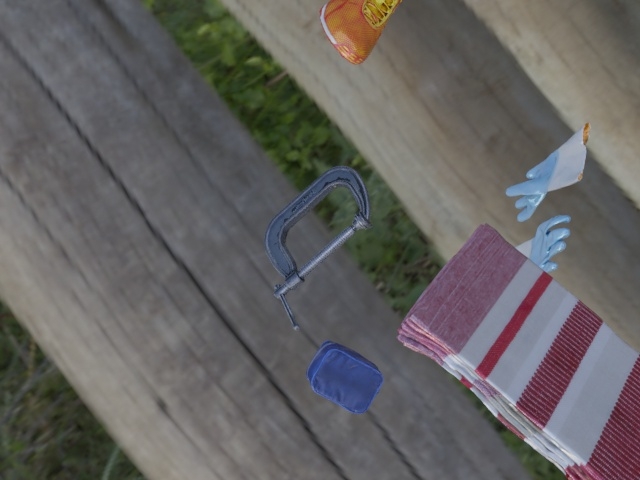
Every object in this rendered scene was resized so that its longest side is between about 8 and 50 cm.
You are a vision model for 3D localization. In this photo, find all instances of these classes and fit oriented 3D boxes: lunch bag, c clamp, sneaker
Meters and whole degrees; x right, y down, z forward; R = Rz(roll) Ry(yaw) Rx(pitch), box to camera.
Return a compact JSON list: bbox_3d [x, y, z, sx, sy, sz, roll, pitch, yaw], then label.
[{"bbox_3d":[0.034,0.177,1.716,0.098,0.065,0.067,31,94,-11],"label":"lunch bag"},{"bbox_3d":[0.000,0.000,1.441,0.160,0.022,0.137,-46,49,11],"label":"c clamp"},{"bbox_3d":[0.045,-0.232,1.296,0.067,0.175,0.064,-34,114,32],"label":"sneaker"}]

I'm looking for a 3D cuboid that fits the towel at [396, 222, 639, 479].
[{"bbox_3d":[0.243,0.137,1.294,0.329,0.237,0.037,41,125,5],"label":"towel"}]

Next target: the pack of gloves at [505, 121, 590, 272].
[{"bbox_3d":[0.280,-0.035,1.754,0.046,0.232,0.195,16,73,-7],"label":"pack of gloves"}]
